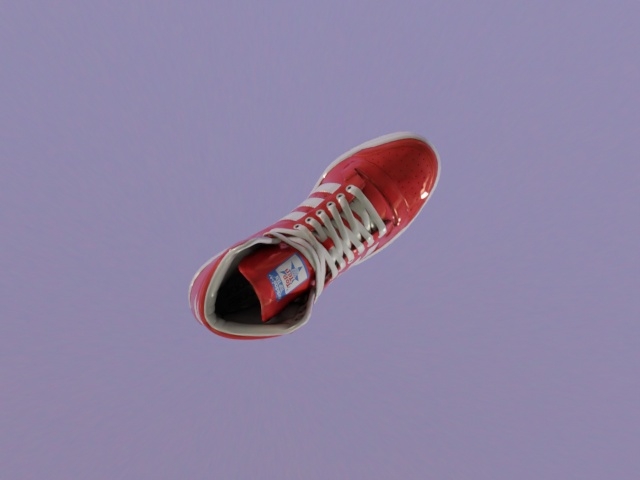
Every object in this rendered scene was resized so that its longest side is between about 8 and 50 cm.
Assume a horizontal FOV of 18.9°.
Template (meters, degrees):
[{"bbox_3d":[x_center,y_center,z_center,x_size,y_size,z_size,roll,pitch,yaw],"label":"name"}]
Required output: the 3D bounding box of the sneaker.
[{"bbox_3d":[0.000,0.000,0.751,0.118,0.067,0.042,-36,-84,0],"label":"sneaker"}]
